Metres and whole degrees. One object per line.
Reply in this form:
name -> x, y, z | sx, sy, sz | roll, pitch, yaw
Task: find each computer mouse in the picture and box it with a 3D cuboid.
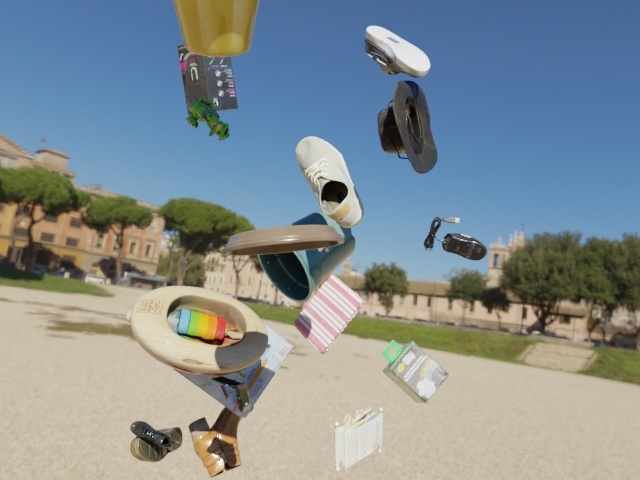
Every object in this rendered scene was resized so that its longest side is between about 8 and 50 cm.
computer mouse -> 0.573, -0.020, 2.178 | 0.261, 0.184, 0.060 | 13, 37, 10

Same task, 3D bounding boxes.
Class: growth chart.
growth chart -> 0.115, 0.569, 1.522 | 0.021, 0.172, 0.237 | 7, 4, 42

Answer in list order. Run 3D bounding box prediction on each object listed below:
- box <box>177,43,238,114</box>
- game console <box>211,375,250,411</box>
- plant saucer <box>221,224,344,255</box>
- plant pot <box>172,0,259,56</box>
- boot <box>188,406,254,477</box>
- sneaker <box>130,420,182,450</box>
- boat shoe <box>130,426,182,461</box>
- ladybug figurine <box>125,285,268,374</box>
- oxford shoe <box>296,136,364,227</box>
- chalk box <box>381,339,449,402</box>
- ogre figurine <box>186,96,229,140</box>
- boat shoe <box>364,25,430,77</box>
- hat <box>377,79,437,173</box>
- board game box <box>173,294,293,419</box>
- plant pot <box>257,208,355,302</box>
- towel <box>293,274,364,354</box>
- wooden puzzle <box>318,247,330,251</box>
box -> -0.449, -0.647, 2.082 | 0.165, 0.271, 0.143 | 5, 17, 43
game console -> -0.251, 0.431, 1.474 | 0.071, 0.108, 0.122 | -15, -11, 0
plant saucer -> -0.085, 0.001, 1.181 | 0.277, 0.041, 0.278 | -6, -6, -1
plant pot -> -0.248, -0.577, 1.234 | 0.253, 0.239, 0.254 | 3, 35, -2
boot -> -0.349, 0.763, 2.030 | 0.283, 0.220, 0.109 | -15, -33, -34
sneaker -> -0.564, 0.670, 1.790 | 0.089, 0.051, 0.170 | -4, -40, 41
boat shoe -> -0.620, 0.753, 1.915 | 0.104, 0.111, 0.307 | -11, -19, 9
ladybug figurine -> -0.394, 0.299, 1.669 | 0.448, 0.305, 0.162 | 19, -52, -16
oxford shoe -> 0.017, -0.237, 1.927 | 0.169, 0.450, 0.130 | -42, -36, 21
chalk box -> 0.307, 0.441, 1.807 | 0.213, 0.132, 0.132 | 42, -15, 8
ogre figurine -> -0.346, -0.376, 1.614 | 0.118, 0.097, 0.197 | 40, 18, 4
boat shoe -> 0.239, -0.588, 1.696 | 0.108, 0.102, 0.301 | -21, 51, -28
hat -> 0.259, -0.350, 1.680 | 0.133, 0.332, 0.331 | -11, -17, 31
board game box -> -0.311, 0.419, 1.886 | 0.318, 0.319, 0.066 | 42, -22, -14
plant pot -> -0.046, 0.040, 2.292 | 0.334, 0.341, 0.341 | -35, 20, -33
towel -> 0.023, 0.213, 1.521 | 0.144, 0.197, 0.029 | 40, 3, 35
wooden puzzle -> 0.000, 0.000, 1.514 | 0.006, 0.083, 0.049 | -12, 22, 47
